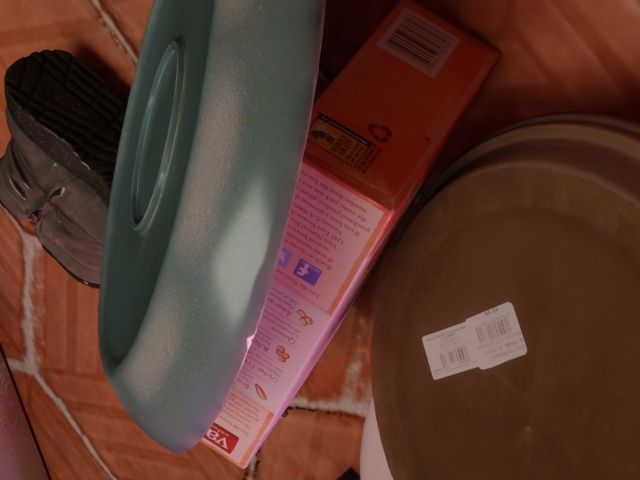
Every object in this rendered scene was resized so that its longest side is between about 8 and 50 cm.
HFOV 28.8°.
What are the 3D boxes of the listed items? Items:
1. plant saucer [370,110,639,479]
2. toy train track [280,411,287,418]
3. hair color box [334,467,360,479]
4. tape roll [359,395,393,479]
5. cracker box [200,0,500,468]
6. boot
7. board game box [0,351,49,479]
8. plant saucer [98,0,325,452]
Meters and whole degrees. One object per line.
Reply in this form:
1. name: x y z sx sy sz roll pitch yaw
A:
1. plant saucer: 0.114 0.079 0.592 0.278 0.041 0.278 14 108 50
2. toy train track: -0.047 0.093 0.900 0.048 0.014 0.083 -10 108 45
3. hair color box: 0.005 0.251 0.923 0.093 0.053 0.167 45 136 13
4. tape roll: 0.195 0.185 0.696 0.392 0.072 0.392 23 129 32
5. cracker box: 0.000 0.000 0.687 0.067 0.156 0.232 31 134 4
6. boot: -0.141 -0.011 0.892 0.246 0.083 0.161 46 147 13
7. board game box: -0.391 0.226 1.073 0.066 0.318 0.319 3 118 41
8. plant saucer: -0.069 -0.051 0.651 0.043 0.317 0.317 11 137 -17
